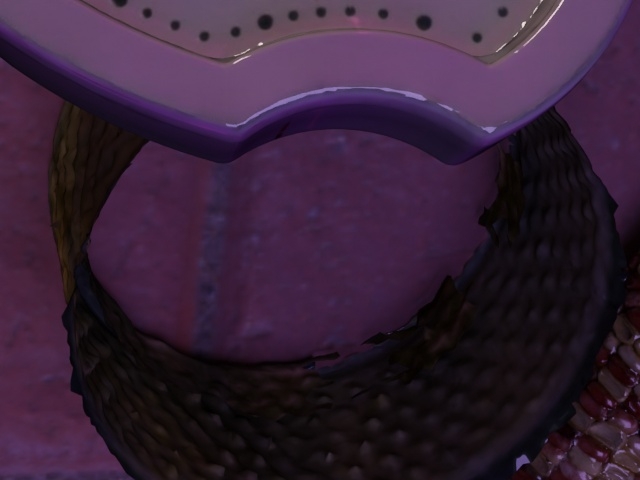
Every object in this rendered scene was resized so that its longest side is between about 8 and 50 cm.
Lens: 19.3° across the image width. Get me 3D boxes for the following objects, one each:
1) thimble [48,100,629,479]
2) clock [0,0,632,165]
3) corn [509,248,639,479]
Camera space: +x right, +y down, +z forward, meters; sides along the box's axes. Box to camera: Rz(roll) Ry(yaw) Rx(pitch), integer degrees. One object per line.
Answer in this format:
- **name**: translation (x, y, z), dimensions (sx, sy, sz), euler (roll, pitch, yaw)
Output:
- **thimble**: translation (0.000, 0.000, 0.932), dimensions (0.271, 0.150, 0.271), euler (-6, 119, -11)
- **clock**: translation (-0.008, -0.192, 0.764), dimensions (0.338, 0.102, 0.338), euler (0, 84, -5)
- **corn**: translation (0.180, 0.073, 1.055), dimensions (0.098, 0.098, 0.290), euler (26, 105, -26)
